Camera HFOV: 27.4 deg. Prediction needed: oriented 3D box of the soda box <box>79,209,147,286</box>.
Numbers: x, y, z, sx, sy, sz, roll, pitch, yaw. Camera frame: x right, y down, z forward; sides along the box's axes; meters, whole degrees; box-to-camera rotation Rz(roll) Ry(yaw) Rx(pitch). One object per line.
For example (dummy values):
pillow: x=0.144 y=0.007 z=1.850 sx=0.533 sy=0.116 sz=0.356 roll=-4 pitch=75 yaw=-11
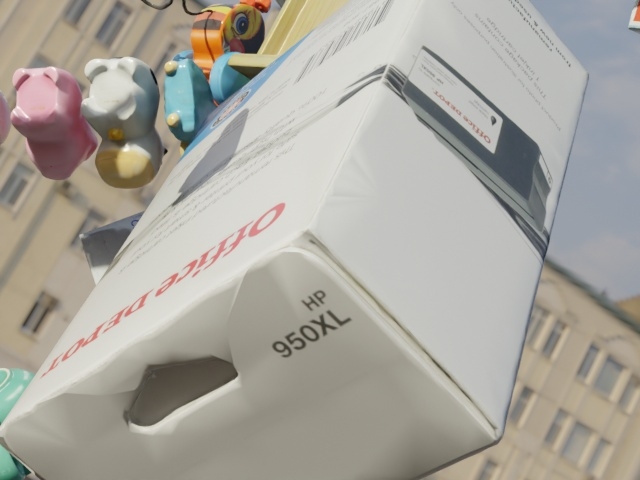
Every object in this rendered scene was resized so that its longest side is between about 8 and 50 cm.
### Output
soda box: x=-0.200 y=0.103 z=1.571 sx=0.091 sy=0.098 sz=0.286 roll=79 pitch=-12 yaw=-53

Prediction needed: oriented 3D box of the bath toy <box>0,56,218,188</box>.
bath toy: x=-0.291 y=-0.137 z=1.544 sx=0.348 sy=0.151 sz=0.129 roll=2 pitch=-6 yaw=16

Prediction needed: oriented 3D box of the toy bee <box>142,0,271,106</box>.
toy bee: x=-0.102 y=-0.225 z=1.619 sx=0.195 sy=0.162 sz=0.298 roll=27 pitch=-41 yaw=23

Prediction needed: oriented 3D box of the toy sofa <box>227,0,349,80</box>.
toy sofa: x=0.067 y=-0.303 z=1.516 sx=0.177 sy=0.363 sz=0.150 roll=31 pitch=-7 yaw=-30

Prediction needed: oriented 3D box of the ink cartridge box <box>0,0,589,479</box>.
ink cartridge box: x=0.000 y=0.000 z=0.873 sx=0.285 sy=0.395 sz=0.166 roll=-33 pitch=-71 yaw=35

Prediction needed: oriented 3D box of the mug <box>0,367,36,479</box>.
mug: x=-0.357 y=0.207 z=1.490 sx=0.157 sy=0.129 sz=0.097 roll=0 pitch=-59 yaw=49

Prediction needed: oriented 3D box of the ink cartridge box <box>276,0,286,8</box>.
ink cartridge box: x=0.048 y=-0.419 z=1.993 sx=0.261 sy=0.066 sz=0.296 roll=-14 pitch=-38 yaw=23

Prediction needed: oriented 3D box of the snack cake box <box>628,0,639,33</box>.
snack cake box: x=0.496 y=-0.293 z=1.491 sx=0.089 sy=0.152 sz=0.264 roll=12 pitch=4 yaw=-40
